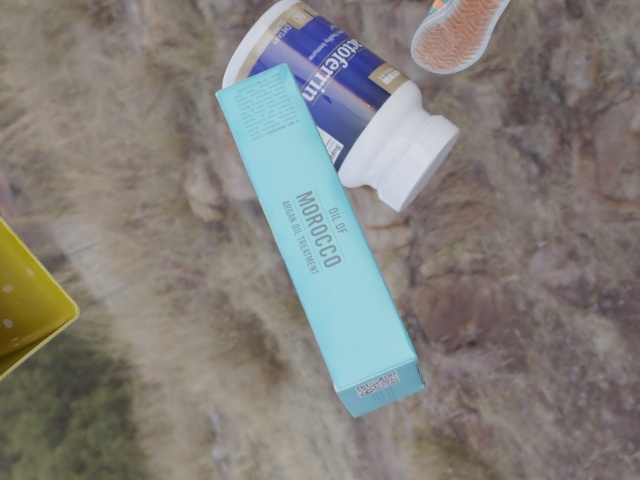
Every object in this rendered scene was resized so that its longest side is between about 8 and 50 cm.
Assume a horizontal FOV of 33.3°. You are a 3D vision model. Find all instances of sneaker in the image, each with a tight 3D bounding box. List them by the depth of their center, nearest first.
[{"bbox_3d":[0.235,-0.372,1.637,0.108,0.121,0.302,28,149,-6],"label":"sneaker"}]

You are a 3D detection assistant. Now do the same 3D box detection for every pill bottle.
[{"bbox_3d":[0.026,-0.159,1.291,0.264,0.153,0.153,37,155,7],"label":"pill bottle"}]

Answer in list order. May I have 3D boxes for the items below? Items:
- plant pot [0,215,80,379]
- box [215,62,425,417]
[{"bbox_3d":[-0.482,0.104,1.386,0.212,0.212,0.187,50,135,-4],"label":"plant pot"},{"bbox_3d":[0.000,0.000,0.785,0.100,0.060,0.244,66,-179,-68],"label":"box"}]
